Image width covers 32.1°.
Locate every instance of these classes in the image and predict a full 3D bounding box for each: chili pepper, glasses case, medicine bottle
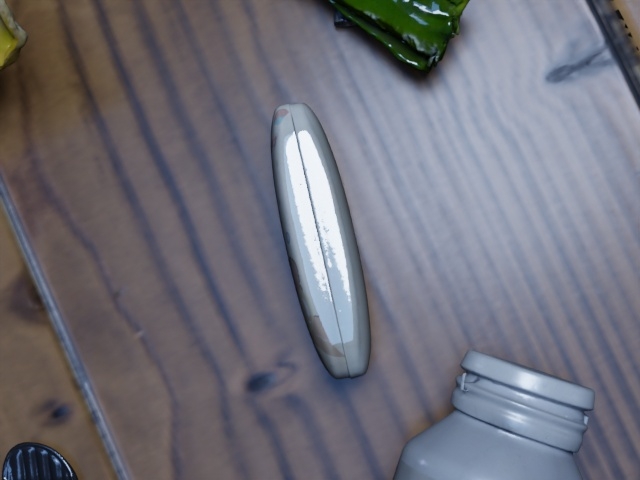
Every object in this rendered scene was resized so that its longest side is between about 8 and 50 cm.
[{"bbox_3d":[-0.045,-0.249,0.825,0.359,0.076,0.085,35,119,12],"label":"chili pepper"},{"bbox_3d":[0.000,0.000,0.807,0.051,0.081,0.204,-13,83,3],"label":"glasses case"},{"bbox_3d":[0.111,0.189,0.754,0.135,0.135,0.215,18,88,7],"label":"medicine bottle"}]

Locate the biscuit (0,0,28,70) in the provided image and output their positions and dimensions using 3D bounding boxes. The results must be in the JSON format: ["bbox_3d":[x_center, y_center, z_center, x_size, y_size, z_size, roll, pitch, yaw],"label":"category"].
[{"bbox_3d":[-0.456,-0.190,0.768,0.429,0.104,0.446,40,118,-22],"label":"biscuit"}]

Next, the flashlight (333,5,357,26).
[{"bbox_3d":[0.020,-0.205,0.850,0.018,0.018,0.083,0,86,6],"label":"flashlight"}]

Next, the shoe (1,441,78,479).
[{"bbox_3d":[-0.209,0.231,0.827,0.062,0.053,0.159,-8,88,9],"label":"shoe"}]
